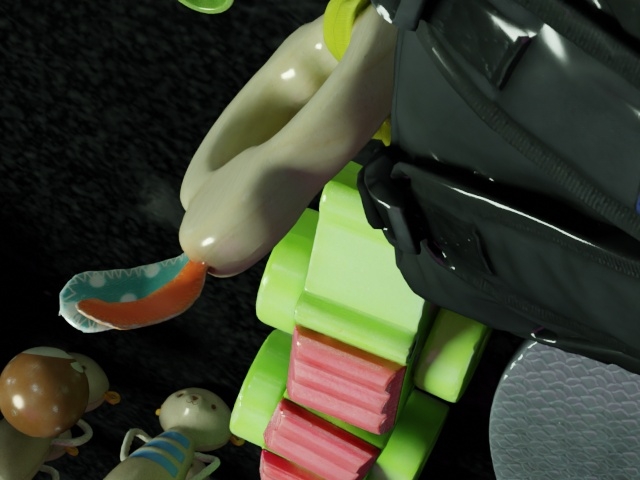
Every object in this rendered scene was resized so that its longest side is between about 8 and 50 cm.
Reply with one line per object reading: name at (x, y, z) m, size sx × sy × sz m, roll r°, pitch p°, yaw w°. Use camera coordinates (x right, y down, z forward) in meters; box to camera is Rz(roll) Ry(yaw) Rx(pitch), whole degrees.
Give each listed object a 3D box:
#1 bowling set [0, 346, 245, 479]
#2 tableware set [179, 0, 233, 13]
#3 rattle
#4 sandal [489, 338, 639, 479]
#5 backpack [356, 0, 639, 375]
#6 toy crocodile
bowling set at (-0.123, 0.131, 1.087) m, size 0.287 × 0.154 × 0.200 m, roll 17°, pitch 127°, yaw 19°
tableware set at (-0.067, -0.157, 0.723) m, size 0.104 × 0.024 × 0.154 m, roll 27°, pitch 147°, yaw 2°
rattle at (0.000, 0.000, 0.724) m, size 0.130 × 0.200 × 0.143 m, roll -4°, pitch 135°, yaw 40°
sandal at (0.138, 0.122, 0.904) m, size 0.097 × 0.054 × 0.255 m, roll 13°, pitch 133°, yaw 14°
backpack at (0.218, -0.030, 0.507) m, size 0.355 × 0.273 × 0.290 m, roll 37°, pitch 151°, yaw 28°
toy crocodile at (0.014, 0.079, 0.912) m, size 0.115 × 0.105 × 0.340 m, roll 24°, pitch 147°, yaw 7°
